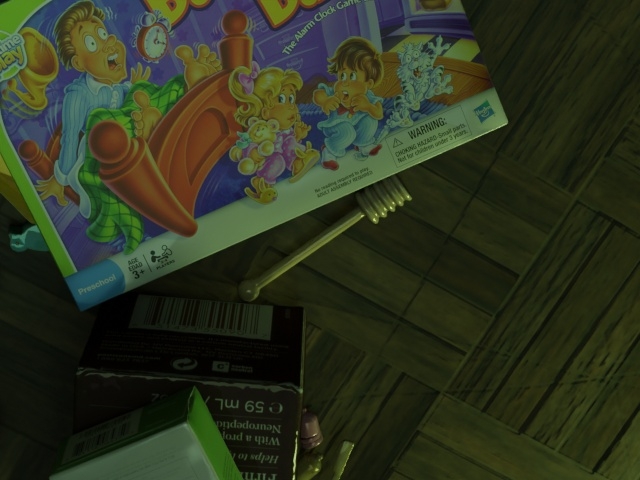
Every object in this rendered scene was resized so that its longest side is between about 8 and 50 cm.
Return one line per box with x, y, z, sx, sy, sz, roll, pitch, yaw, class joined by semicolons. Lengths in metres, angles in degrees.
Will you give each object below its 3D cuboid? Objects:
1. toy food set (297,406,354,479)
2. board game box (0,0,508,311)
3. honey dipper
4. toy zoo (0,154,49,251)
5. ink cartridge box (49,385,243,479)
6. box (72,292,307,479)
-0.038;0.169;1.408;0.122;0.019;0.078;21;107;-6;toy food set
-0.068;-0.127;1.230;0.347;0.078;0.233;-24;111;0;board game box
0.000;0.000;1.346;0.161;0.030;0.030;-35;111;6;honey dipper
-0.149;-0.107;1.284;0.192;0.030;0.293;36;101;-18;toy zoo
-0.096;0.220;1.204;0.109;0.062;0.209;-23;107;8;ink cartridge box
-0.101;0.164;1.307;0.169;0.167;0.203;4;109;-2;box
